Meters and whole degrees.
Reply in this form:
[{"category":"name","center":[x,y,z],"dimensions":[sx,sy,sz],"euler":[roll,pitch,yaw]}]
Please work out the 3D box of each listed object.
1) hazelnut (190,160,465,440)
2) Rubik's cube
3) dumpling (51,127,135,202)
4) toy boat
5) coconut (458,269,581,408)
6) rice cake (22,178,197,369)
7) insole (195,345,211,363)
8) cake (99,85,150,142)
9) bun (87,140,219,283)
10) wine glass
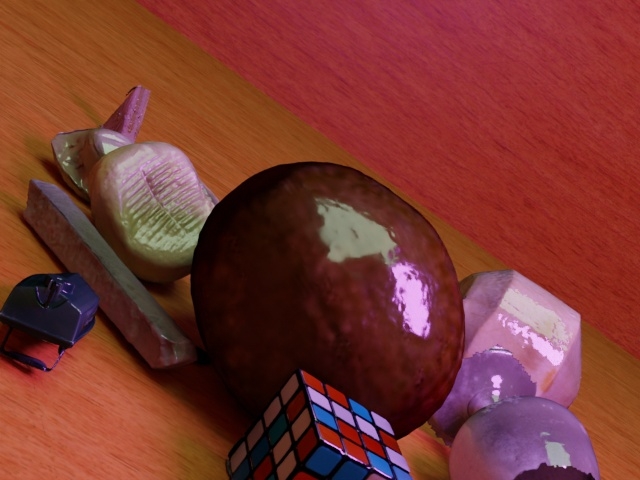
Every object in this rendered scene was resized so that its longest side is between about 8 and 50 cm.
[{"category":"hazelnut","center":[0.007,0.092,1.520],"dimensions":[0.421,0.353,0.421],"euler":[35,-4,3]},{"category":"Rubik's cube","center":[-0.003,0.274,1.289],"dimensions":[0.151,0.154,0.155],"euler":[33,15,-24]},{"category":"dumpling","center":[-0.340,-0.111,1.782],"dimensions":[0.199,0.118,0.136],"euler":[13,40,-17]},{"category":"toy boat","center":[-0.310,0.084,1.291],"dimensions":[0.093,0.103,0.246],"euler":[23,2,-5]},{"category":"coconut","center":[0.348,0.217,2.094],"dimensions":[0.323,0.323,0.323],"euler":[36,14,-10]},{"category":"rice cake","center":[-0.291,0.047,1.483],"dimensions":[0.365,0.056,0.072],"euler":[44,15,27]},{"category":"insole","center":[-0.202,0.147,1.507],"dimensions":[0.053,0.002,0.152],"euler":[46,16,32]},{"category":"cake","center":[-0.358,-0.237,2.101],"dimensions":[0.065,0.121,0.052],"euler":[52,24,23]},{"category":"bun","center":[-0.256,-0.042,1.679],"dimensions":[0.229,0.145,0.229],"euler":[12,71,-36]},{"category":"wine glass","center":[0.302,0.332,1.731],"dimensions":[0.238,0.238,0.323],"euler":[33,17,-21]}]
